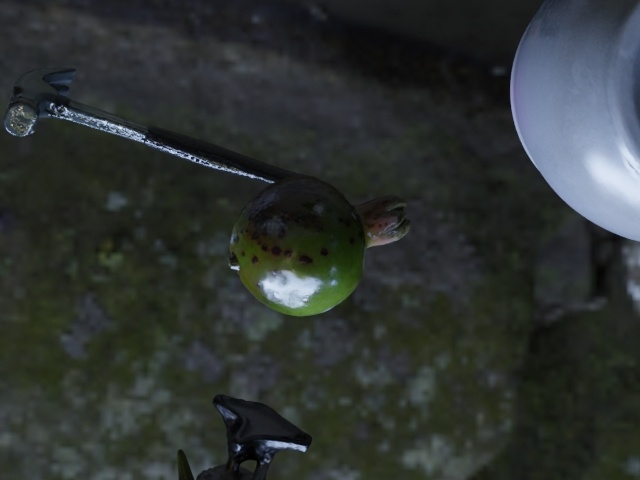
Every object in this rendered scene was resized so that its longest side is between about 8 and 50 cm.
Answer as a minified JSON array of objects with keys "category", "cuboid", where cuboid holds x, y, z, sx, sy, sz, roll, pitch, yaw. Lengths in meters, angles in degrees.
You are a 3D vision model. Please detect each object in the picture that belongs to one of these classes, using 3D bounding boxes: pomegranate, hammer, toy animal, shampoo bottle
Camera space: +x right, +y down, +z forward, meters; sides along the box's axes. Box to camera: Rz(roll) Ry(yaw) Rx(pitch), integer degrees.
[{"category":"pomegranate","cuboid":[-0.002,-0.001,0.876,0.084,0.073,0.073,-23,158,20]},{"category":"hammer","cuboid":[-0.116,-0.078,1.379,0.246,0.029,0.103,17,-157,-9]},{"category":"toy animal","cuboid":[-0.069,0.185,1.320,0.070,0.105,0.202,12,151,-23]},{"category":"shampoo bottle","cuboid":[0.306,-0.132,1.572,0.273,0.273,0.266,4,-178,-9]}]
